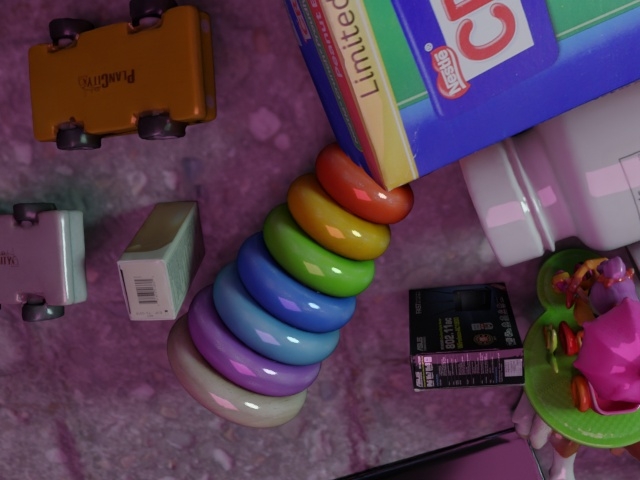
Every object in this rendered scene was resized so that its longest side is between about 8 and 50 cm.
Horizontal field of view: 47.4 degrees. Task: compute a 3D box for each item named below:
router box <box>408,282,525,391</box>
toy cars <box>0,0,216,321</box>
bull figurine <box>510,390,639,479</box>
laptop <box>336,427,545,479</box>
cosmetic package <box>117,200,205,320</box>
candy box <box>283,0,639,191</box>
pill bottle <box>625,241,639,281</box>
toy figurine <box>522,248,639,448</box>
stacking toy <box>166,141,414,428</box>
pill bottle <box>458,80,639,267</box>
[{"bbox_3d":[0.125,0.082,0.644,0.092,0.122,0.038,-6,112,8],"label":"router box"},{"bbox_3d":[-0.205,-0.055,0.627,0.394,0.087,0.176,-48,68,26],"label":"toy cars"},{"bbox_3d":[0.335,0.185,0.679,0.310,0.101,0.188,28,119,4],"label":"bull figurine"},{"bbox_3d":[0.146,0.452,0.893,0.381,0.236,0.408,-21,141,17],"label":"laptop"},{"bbox_3d":[-0.137,0.015,0.642,0.041,0.115,0.060,-2,116,6],"label":"cosmetic package"},{"bbox_3d":[0.122,-0.221,0.439,0.317,0.122,0.268,-24,114,-3],"label":"candy box"},{"bbox_3d":[0.344,-0.001,0.592,0.169,0.094,0.094,-25,112,17],"label":"pill bottle"},{"bbox_3d":[0.225,0.066,0.556,0.130,0.159,0.173,-7,71,5],"label":"toy figurine"},{"bbox_3d":[0.000,0.000,0.617,0.141,0.141,0.330,30,112,-9],"label":"stacking toy"},{"bbox_3d":[0.229,-0.065,0.550,0.229,0.131,0.131,-22,113,16],"label":"pill bottle"}]
